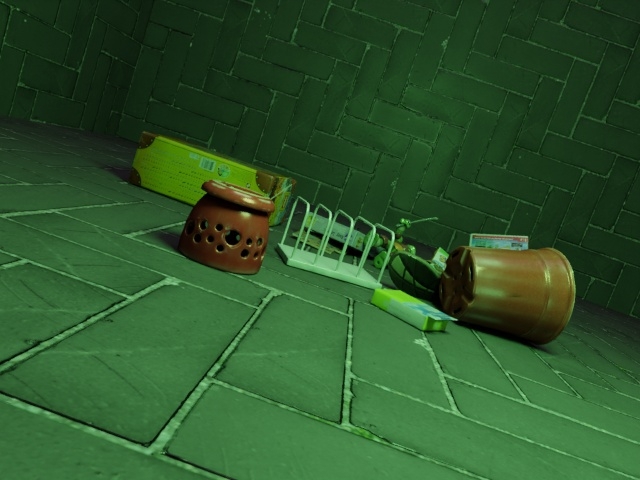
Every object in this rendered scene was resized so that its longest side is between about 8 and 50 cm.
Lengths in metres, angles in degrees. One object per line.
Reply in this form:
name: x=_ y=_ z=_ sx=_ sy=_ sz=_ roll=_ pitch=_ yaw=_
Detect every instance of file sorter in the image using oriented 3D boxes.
file sorter: x=0.044 y=0.005 z=1.499 sx=0.278 sy=0.172 sz=0.193 roll=17 pitch=8 yaw=-17

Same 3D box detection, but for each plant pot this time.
plant pot: x=-0.202 y=-0.035 z=1.183 sx=0.191 sy=0.174 sz=0.191 roll=19 pitch=5 yaw=-2
plant pot: x=0.488 y=0.132 z=1.444 sx=0.265 sy=0.272 sz=0.272 roll=10 pitch=9 yaw=-12

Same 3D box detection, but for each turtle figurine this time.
turtle figurine: x=0.311 y=0.013 z=1.934 sx=0.266 sy=0.197 sz=0.275 roll=-2 pitch=3 yaw=-44

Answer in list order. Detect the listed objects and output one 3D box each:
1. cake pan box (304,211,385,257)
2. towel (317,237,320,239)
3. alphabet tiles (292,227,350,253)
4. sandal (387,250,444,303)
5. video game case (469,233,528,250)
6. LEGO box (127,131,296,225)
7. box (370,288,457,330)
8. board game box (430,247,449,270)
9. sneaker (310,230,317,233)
cake pan box: x=0.098 y=-0.016 z=2.039 sx=0.246 sy=0.070 sz=0.267 roll=26 pitch=1 yaw=33
towel: x=0.000 y=0.000 z=2.034 sx=0.083 sy=0.009 sz=0.060 roll=21 pitch=8 yaw=10
alphabet tiles: x=0.005 y=0.008 z=1.936 sx=0.198 sy=0.009 sz=0.237 roll=24 pitch=11 yaw=7
sandal: x=0.328 y=0.117 z=1.579 sx=0.303 sy=0.120 sz=0.086 roll=26 pitch=30 yaw=-17
video game case: x=0.625 y=0.089 z=1.870 sx=0.204 sy=0.285 sz=0.025 roll=3 pitch=-42 yaw=19
LEGO box: x=-0.384 y=-0.222 z=1.973 sx=0.501 sy=0.193 sz=0.372 roll=20 pitch=8 yaw=8
box: x=0.221 y=0.167 z=1.258 sx=0.178 sy=0.042 sz=0.109 roll=26 pitch=11 yaw=41
board game box: x=0.410 y=0.108 z=1.741 sx=0.124 sy=0.039 sz=0.259 roll=42 pitch=28 yaw=4
sneaker: x=0.006 y=-0.042 z=2.209 sx=0.135 sy=0.050 sz=0.070 roll=18 pitch=9 yaw=14
